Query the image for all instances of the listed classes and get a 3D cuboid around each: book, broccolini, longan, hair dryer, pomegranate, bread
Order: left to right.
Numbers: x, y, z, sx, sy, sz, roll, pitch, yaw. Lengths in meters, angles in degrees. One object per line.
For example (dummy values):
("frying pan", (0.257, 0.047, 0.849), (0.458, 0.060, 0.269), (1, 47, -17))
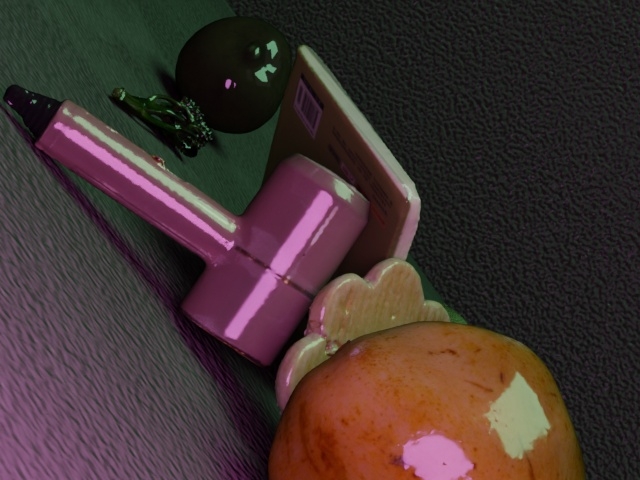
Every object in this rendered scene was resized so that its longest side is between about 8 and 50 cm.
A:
("broccolini", (-0.190, -0.158, 1.988), (0.074, 0.058, 0.201), (48, 4, 20))
("hair dryer", (-0.134, -0.050, 1.487), (0.344, 0.189, 0.107), (35, -2, -16))
("longan", (-0.126, -0.240, 2.354), (0.189, 0.189, 0.189), (52, 7, -10))
("book", (0.000, 0.000, 1.679), (0.239, 0.035, 0.352), (56, -33, 33))
("bread", (0.030, 0.128, 1.500), (0.039, 0.250, 0.182), (1, -35, 45))
("pomegranate", (0.086, 0.184, 1.344), (0.264, 0.264, 0.264), (52, 7, -10))

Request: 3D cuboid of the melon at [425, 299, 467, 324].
("melon", (0.154, 0.156, 2.361), (0.139, 0.139, 0.192), (57, 11, 28))
